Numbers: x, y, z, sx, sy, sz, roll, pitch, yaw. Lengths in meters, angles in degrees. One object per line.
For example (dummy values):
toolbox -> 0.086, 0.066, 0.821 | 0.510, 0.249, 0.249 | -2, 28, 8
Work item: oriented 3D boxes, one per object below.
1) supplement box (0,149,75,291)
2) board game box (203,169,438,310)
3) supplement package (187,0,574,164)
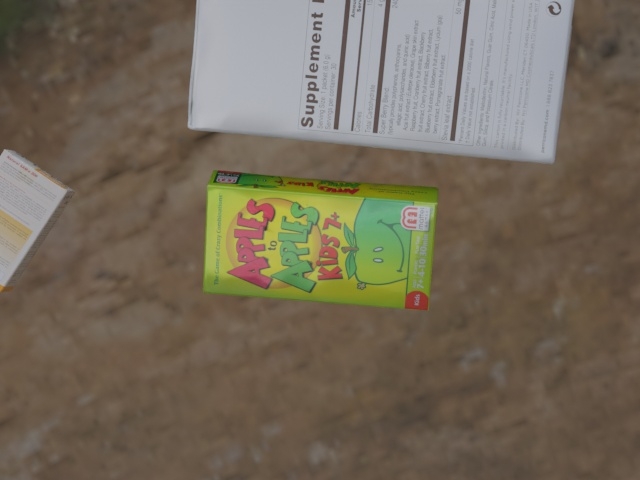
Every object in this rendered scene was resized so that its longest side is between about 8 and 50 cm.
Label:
supplement box -> -0.250, -0.016, 1.581 | 0.062, 0.036, 0.098 | 34, 92, 4
board game box -> 0.000, 0.000, 1.578 | 0.181, 0.092, 0.043 | 4, 20, 3
supplement package -> 0.050, -0.174, 1.608 | 0.293, 0.175, 0.177 | 6, 15, 2
